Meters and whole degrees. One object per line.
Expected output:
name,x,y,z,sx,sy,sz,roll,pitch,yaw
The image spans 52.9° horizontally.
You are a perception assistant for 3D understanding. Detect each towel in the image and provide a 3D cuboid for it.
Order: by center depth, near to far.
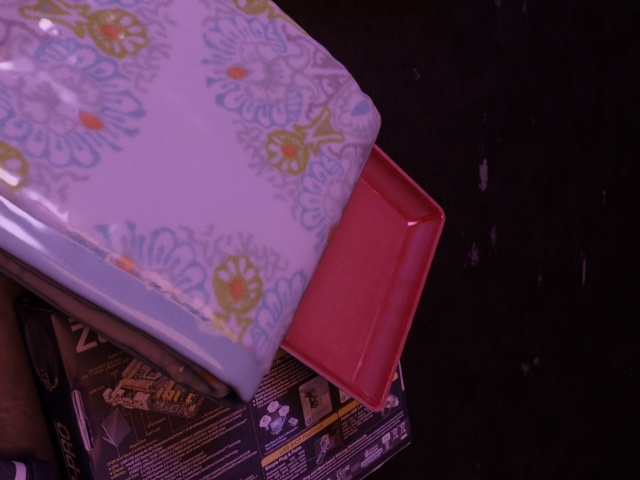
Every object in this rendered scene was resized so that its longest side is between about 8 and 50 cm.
towel,-0.134,-0.102,0.491,0.374,0.090,0.320,39,58,-20

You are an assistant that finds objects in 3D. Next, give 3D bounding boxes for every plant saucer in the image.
plant saucer,0.000,0.000,0.652,0.259,0.048,0.258,40,56,-25

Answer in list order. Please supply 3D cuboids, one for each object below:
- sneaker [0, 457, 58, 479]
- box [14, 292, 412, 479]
sneaker,-0.264,0.290,0.524,0.121,0.079,0.216,19,78,-40
box,-0.073,0.153,0.682,0.395,0.097,0.318,-21,107,-41
